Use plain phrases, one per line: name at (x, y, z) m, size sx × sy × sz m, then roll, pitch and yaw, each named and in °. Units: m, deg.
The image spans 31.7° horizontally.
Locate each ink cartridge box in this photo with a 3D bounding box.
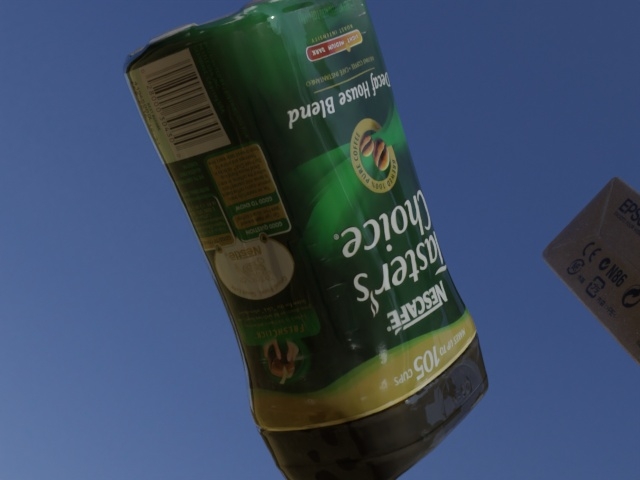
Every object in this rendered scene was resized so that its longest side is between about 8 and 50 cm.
ink cartridge box at (0.276, 0.077, 0.751) m, size 0.193 × 0.234 × 0.088 m, roll 36°, pitch -79°, yaw -24°

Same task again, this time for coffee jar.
coffee jar at (0.000, 0.000, 0.432) m, size 0.079 × 0.096 × 0.184 m, roll -12°, pitch -77°, yaw 36°
